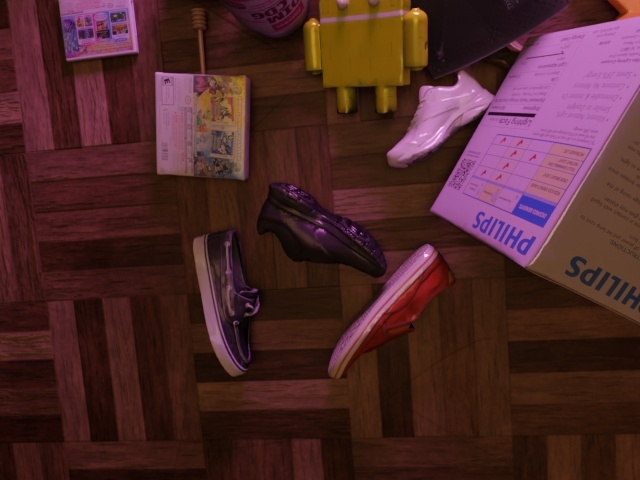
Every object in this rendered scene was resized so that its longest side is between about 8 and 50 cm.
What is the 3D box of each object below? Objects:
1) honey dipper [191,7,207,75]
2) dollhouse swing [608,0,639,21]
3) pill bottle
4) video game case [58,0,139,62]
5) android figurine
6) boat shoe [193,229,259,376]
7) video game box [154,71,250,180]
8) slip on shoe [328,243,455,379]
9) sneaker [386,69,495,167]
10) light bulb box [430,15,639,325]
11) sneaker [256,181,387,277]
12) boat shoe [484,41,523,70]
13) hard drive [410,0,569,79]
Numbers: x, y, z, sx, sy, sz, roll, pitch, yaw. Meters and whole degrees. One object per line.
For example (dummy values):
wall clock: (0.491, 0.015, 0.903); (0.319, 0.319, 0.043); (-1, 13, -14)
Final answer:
honey dipper: (-0.243, -0.384, 1.066); (0.031, 0.030, 0.160); (0, 99, 7)
dollhouse swing: (0.628, -0.507, 0.821); (0.305, 0.315, 0.347); (39, 101, -19)
pill bottle: (-0.105, -0.458, 0.910); (0.161, 0.283, 0.160); (1, 96, 8)
video game case: (-0.462, -0.453, 1.091); (0.157, 0.019, 0.143); (-4, 96, 7)
android figurine: (0.080, -0.372, 0.967); (0.248, 0.056, 0.272); (10, 114, 28)
boat shoe: (-0.175, 0.126, 1.079); (0.102, 0.108, 0.301); (-13, 87, 10)
video game box: (-0.237, -0.231, 1.062); (0.187, 0.048, 0.205); (6, 104, 9)
slip on shoe: (0.136, 0.157, 1.036); (0.101, 0.123, 0.331); (42, 95, -3)
sneaker: (0.209, -0.233, 1.003); (0.232, 0.090, 0.115); (-37, 84, 1)
light bulb box: (0.407, -0.120, 0.825); (0.225, 0.358, 0.360); (25, 100, -15)
sneaker: (0.000, 0.000, 1.049); (0.286, 0.109, 0.130); (33, 106, 12)
boat shoe: (0.345, -0.360, 0.989); (0.153, 0.048, 0.056); (33, 125, 9)
hard drive: (0.275, -0.414, 0.917); (0.255, 0.054, 0.172); (-22, 113, 37)
